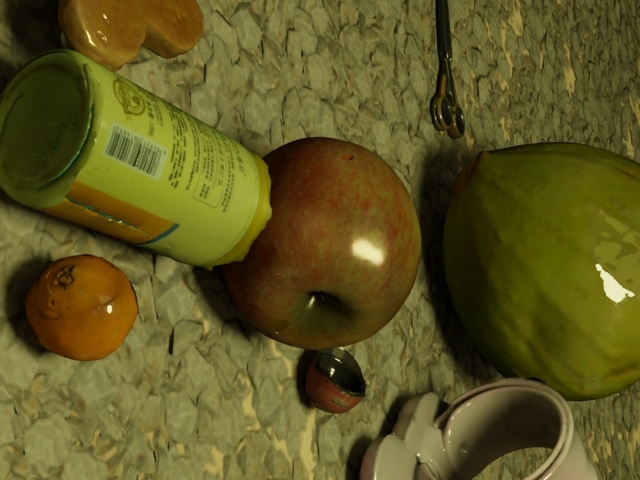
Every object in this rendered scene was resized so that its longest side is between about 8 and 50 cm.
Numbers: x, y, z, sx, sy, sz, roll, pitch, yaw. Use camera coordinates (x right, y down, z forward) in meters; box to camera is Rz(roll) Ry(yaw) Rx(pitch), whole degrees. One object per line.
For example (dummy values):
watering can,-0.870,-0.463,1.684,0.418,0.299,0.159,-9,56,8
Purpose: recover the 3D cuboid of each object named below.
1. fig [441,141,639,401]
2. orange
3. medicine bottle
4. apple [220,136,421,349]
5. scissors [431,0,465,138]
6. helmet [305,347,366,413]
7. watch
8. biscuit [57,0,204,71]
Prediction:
fig,0.304,0.028,1.447,0.343,0.343,0.343,21,65,-56
orange,-0.179,0.050,0.855,0.083,0.083,0.083,21,65,-56
medicine bottle,-0.140,-0.054,0.904,0.239,0.124,0.124,28,59,-53
apple,0.000,0.000,1.059,0.188,0.188,0.174,51,33,-40
scissors,0.173,-0.251,1.569,0.088,0.017,0.220,17,68,-56
helmet,0.011,0.148,1.173,0.065,0.049,0.084,31,21,-15
watch,0.179,0.264,1.259,0.211,0.217,0.248,63,35,-28
biscuit,-0.197,-0.303,0.930,0.216,0.047,0.339,-31,103,-65
